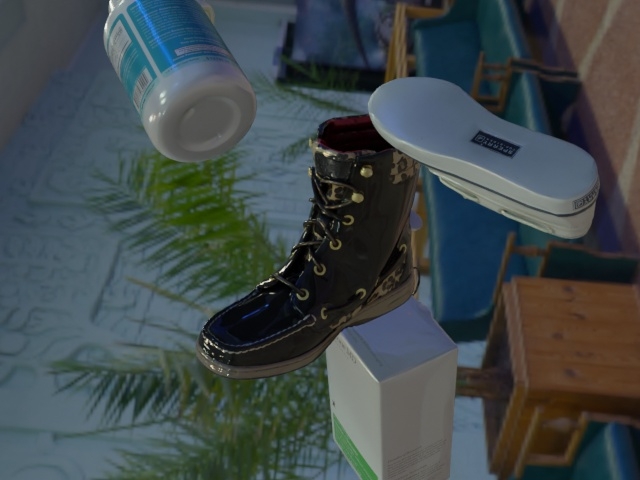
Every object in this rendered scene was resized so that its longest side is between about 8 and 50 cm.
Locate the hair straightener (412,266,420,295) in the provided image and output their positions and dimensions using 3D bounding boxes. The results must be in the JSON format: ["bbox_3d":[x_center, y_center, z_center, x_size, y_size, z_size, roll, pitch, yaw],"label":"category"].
[{"bbox_3d":[0.097,0.114,1.668,0.089,0.230,0.047,29,-145,-54],"label":"hair straightener"}]

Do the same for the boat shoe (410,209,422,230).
[{"bbox_3d":[0.133,-0.047,1.727,0.040,0.142,0.049,127,155,-54],"label":"boat shoe"}]

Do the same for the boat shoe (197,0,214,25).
[{"bbox_3d":[-0.254,-0.325,1.492,0.116,0.099,0.319,-35,-13,-26],"label":"boat shoe"}]

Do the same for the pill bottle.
[{"bbox_3d":[-0.197,-0.239,1.151,0.146,0.146,0.264,97,149,-51],"label":"pill bottle"}]

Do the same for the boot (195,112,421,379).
[{"bbox_3d":[0.000,0.000,1.133,0.138,0.377,0.284,35,131,38],"label":"boot"}]

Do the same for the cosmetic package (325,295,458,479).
[{"bbox_3d":[0.120,0.269,1.500,0.197,0.155,0.366,50,155,44],"label":"cosmetic package"}]

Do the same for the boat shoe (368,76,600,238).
[{"bbox_3d":[0.160,-0.083,0.883,0.096,0.267,0.088,-48,-35,-23],"label":"boat shoe"}]
